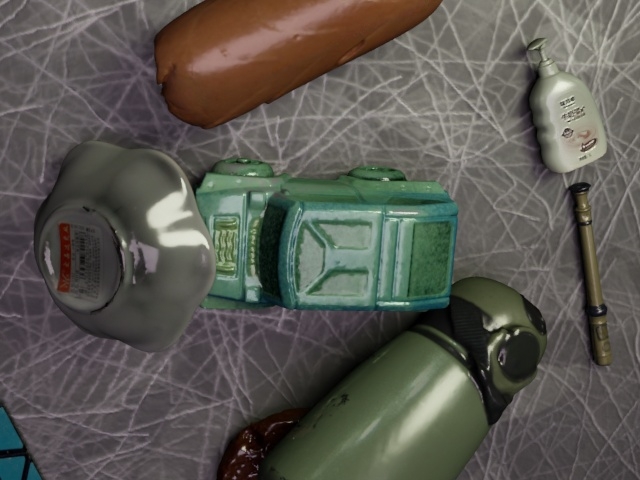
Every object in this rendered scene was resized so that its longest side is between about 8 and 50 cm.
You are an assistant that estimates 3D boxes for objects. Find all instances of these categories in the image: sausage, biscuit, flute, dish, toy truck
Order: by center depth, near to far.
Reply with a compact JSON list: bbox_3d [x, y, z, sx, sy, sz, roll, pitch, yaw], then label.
[{"bbox_3d":[-0.218,0.013,0.856,0.229,0.081,0.229,6,104,25],"label":"dish"},{"bbox_3d":[-0.028,-0.218,0.869,0.304,0.121,0.121,-27,106,-3],"label":"sausage"},{"bbox_3d":[0.000,0.000,0.906,0.279,0.156,0.155,2,102,-11],"label":"toy truck"},{"bbox_3d":[-0.032,0.287,1.024,0.192,0.049,0.192,-3,110,-8],"label":"biscuit"},{"bbox_3d":[0.328,0.045,1.036,0.027,0.027,0.233,-14,104,-6],"label":"flute"}]

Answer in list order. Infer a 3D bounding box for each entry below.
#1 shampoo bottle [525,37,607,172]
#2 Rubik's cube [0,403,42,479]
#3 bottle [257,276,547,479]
[{"bbox_3d":[0.270,-0.157,0.970,0.077,0.045,0.152,-23,104,-3],"label":"shampoo bottle"},{"bbox_3d":[-0.391,0.331,0.911,0.190,0.178,0.211,-26,104,1],"label":"Rubik's cube"},{"bbox_3d":[0.102,0.186,0.935,0.347,0.168,0.168,-44,106,-14],"label":"bottle"}]
